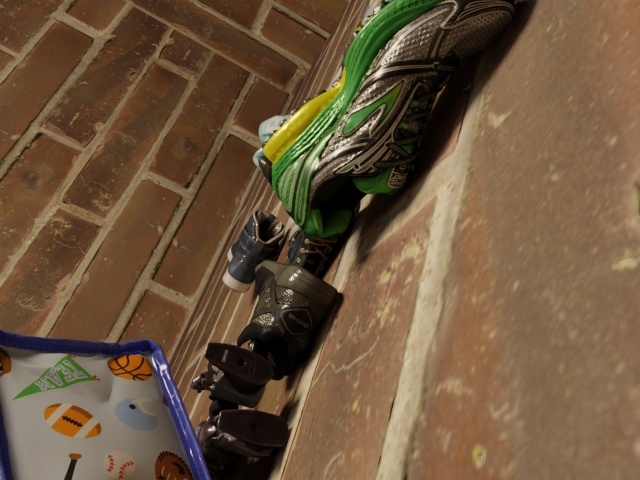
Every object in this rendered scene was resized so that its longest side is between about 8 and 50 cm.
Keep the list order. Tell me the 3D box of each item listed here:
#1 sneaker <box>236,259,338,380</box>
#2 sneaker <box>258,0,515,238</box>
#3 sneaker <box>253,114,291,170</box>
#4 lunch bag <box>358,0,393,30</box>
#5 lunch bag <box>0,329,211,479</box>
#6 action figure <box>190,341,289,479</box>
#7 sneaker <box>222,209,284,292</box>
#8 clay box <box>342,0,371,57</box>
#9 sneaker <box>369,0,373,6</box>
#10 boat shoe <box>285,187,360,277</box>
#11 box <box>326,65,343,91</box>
[{"bbox_3d":[-0.061,0.097,0.803,0.130,0.087,0.227,-58,16,-9],"label":"sneaker"},{"bbox_3d":[0.082,-0.134,0.686,0.343,0.134,0.146,-46,59,30],"label":"sneaker"},{"bbox_3d":[-0.065,-0.231,1.420,0.366,0.150,0.135,-45,21,56],"label":"sneaker"},{"bbox_3d":[0.147,-0.341,0.804,0.224,0.107,0.279,-52,12,50],"label":"lunch bag"},{"bbox_3d":[-0.237,0.335,0.604,0.385,0.238,0.328,52,123,44],"label":"lunch bag"},{"bbox_3d":[-0.127,0.232,0.764,0.285,0.099,0.185,123,153,-49],"label":"action figure"},{"bbox_3d":[-0.140,0.002,1.375,0.164,0.086,0.226,-61,12,15],"label":"sneaker"},{"bbox_3d":[0.134,-0.534,1.479,0.222,0.053,0.128,-54,15,41],"label":"clay box"},{"bbox_3d":[0.148,-0.441,1.168,0.212,0.080,0.094,141,142,-61],"label":"sneaker"},{"bbox_3d":[0.000,0.000,0.846,0.183,0.065,0.083,132,154,-59],"label":"boat shoe"},{"bbox_3d":[0.045,-0.176,0.925,0.087,0.101,0.102,-47,19,55],"label":"box"}]
